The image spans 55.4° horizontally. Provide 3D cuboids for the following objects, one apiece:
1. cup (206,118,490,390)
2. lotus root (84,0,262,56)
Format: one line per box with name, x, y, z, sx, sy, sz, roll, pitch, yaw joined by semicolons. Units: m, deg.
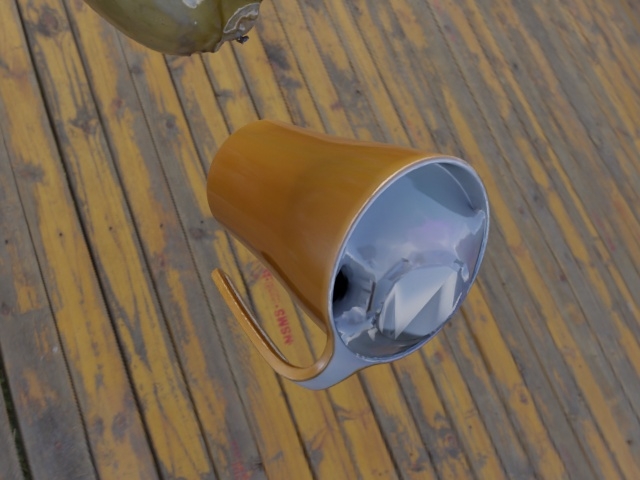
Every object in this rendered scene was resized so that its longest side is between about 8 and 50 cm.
cup;0.000;0.000;0.557;0.226;0.264;0.182;-53;135;-6
lotus root;-0.133;-0.271;0.347;0.169;0.151;0.342;-35;120;-6
